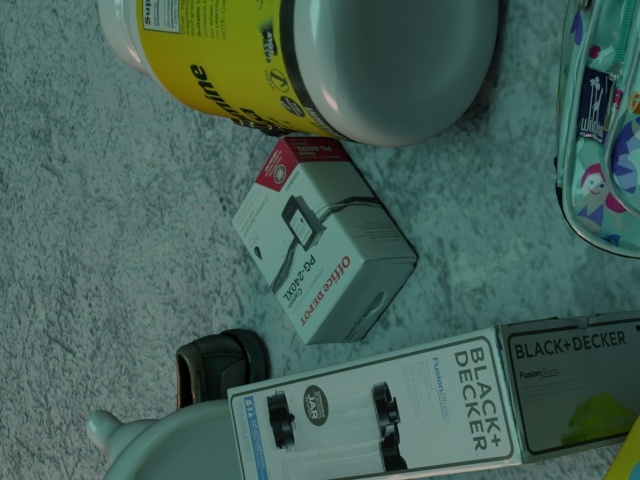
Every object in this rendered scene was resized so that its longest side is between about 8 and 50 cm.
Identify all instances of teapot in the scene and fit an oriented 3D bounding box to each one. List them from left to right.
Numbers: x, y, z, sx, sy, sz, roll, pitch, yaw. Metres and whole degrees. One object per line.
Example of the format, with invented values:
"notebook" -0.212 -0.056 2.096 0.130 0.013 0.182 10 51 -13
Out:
"teapot" -0.081 0.268 1.078 0.187 0.253 0.256 124 150 -66

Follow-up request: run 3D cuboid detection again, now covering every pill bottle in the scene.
"pill bottle" -0.035 -0.186 1.010 0.334 0.188 0.187 17 104 49

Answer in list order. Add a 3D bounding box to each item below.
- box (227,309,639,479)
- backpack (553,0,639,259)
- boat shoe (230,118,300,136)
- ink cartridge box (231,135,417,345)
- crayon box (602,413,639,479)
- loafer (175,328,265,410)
"box" 0.085 0.121 0.899 0.290 0.169 0.087 -20 76 47
"backpack" 0.222 -0.107 0.553 0.225 0.191 0.253 10 98 7
"boat shoe" -0.034 -0.117 1.126 0.133 0.049 0.042 19 139 39
"ink cartridge box" 0.000 0.000 1.071 0.150 0.063 0.109 57 131 31
"crayon box" 0.254 0.230 0.771 0.202 0.081 0.318 44 124 38
"loafer" -0.122 0.213 1.206 0.096 0.084 0.267 24 110 46
